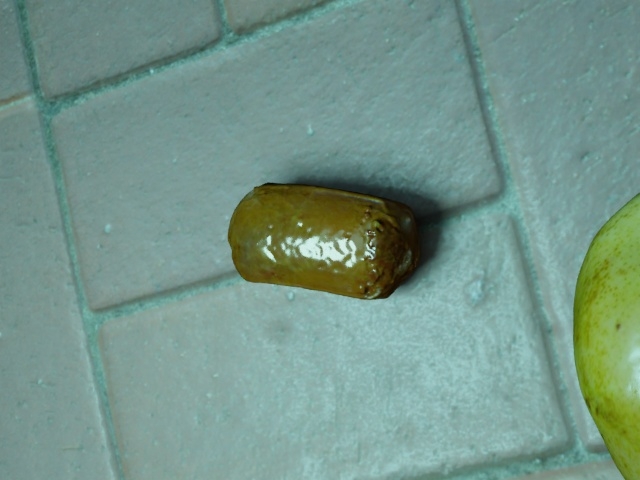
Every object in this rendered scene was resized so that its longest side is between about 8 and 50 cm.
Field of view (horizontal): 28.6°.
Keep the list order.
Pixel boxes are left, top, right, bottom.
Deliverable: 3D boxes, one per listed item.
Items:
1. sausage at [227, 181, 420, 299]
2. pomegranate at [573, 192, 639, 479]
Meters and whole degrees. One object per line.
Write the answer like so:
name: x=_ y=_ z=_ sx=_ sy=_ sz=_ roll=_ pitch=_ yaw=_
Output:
sausage: x=0.000 y=-0.001 z=1.673 sx=0.268 sy=0.153 sz=0.141 roll=7 pitch=91 yaw=23
pomegranate: x=0.469 y=0.115 z=1.345 sx=0.417 sy=0.417 sz=0.416 roll=-1 pitch=88 yaw=22
